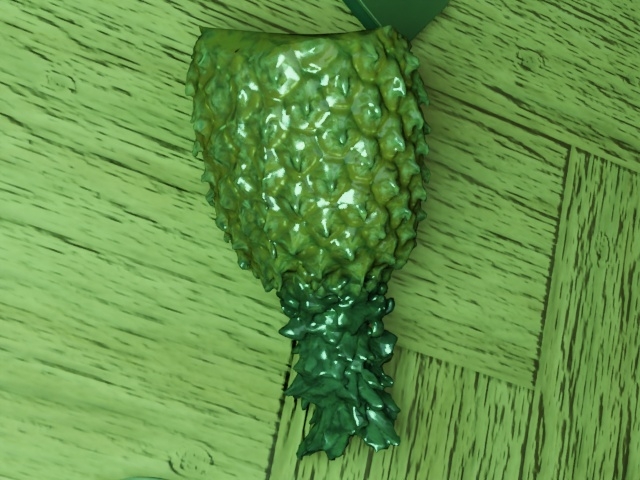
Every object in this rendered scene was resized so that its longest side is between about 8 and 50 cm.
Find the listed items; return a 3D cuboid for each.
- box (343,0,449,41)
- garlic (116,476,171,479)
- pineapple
[{"bbox_3d":[0.055,-0.244,1.492,0.126,0.031,0.091,49,61,-12],"label":"box"},{"bbox_3d":[-0.171,0.269,1.231,0.266,0.128,0.148,-21,77,-20],"label":"garlic"},{"bbox_3d":[0.000,0.000,1.328,0.202,0.202,0.362,-6,92,-30],"label":"pineapple"}]
